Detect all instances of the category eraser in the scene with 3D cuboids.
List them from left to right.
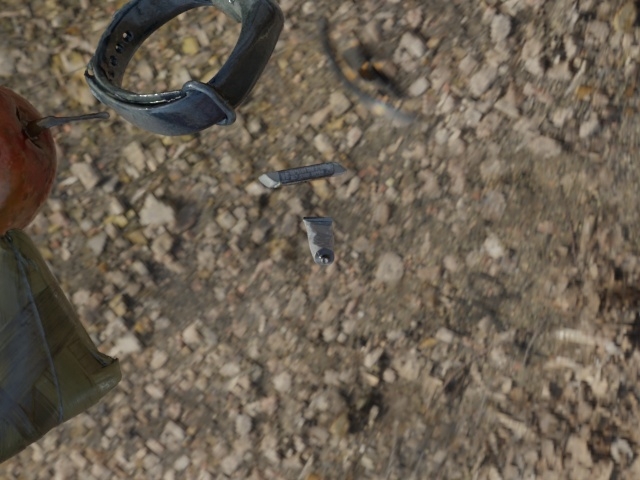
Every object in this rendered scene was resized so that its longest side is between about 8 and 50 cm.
[{"bbox_3d":[-0.019,-0.072,1.271,0.099,0.027,0.019,-12,86,-24],"label":"eraser"}]

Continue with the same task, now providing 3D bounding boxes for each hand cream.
[{"bbox_3d":[0.000,0.000,1.108,0.030,0.093,0.019,0,114,-4],"label":"hand cream"}]

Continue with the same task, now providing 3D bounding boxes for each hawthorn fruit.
[{"bbox_3d":[-0.479,-0.115,1.574,0.235,0.231,0.263,30,80,-25],"label":"hawthorn fruit"}]

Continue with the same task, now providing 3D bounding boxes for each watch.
[{"bbox_3d":[-0.136,-0.190,1.159,0.193,0.068,0.206,-46,47,-1],"label":"watch"}]

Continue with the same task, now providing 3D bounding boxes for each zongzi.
[{"bbox_3d":[-0.363,0.126,1.235,0.112,0.242,0.221,-25,97,47],"label":"zongzi"}]
